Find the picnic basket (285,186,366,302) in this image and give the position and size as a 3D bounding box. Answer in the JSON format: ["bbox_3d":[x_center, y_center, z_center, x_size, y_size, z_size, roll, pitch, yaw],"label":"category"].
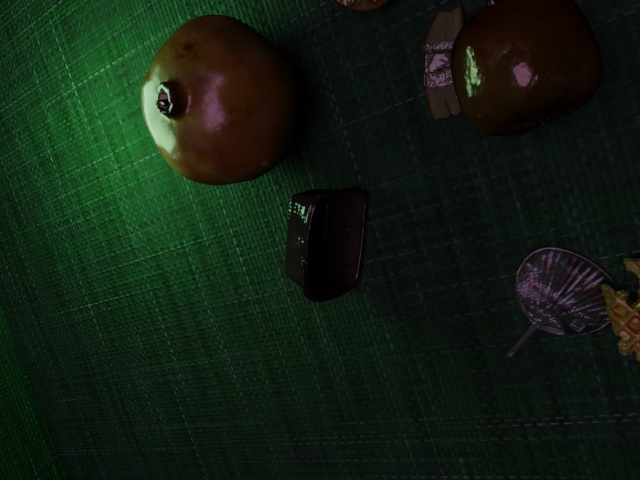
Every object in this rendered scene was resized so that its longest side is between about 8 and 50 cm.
[{"bbox_3d":[0.000,0.000,1.376,0.129,0.223,0.296,20,113,41],"label":"picnic basket"}]

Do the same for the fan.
[{"bbox_3d":[0.560,0.160,1.215,0.223,0.012,0.294,8,108,25],"label":"fan"}]

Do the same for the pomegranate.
[{"bbox_3d":[-0.257,-0.339,1.314,0.417,0.417,0.416,8,107,27],"label":"pomegranate"}]

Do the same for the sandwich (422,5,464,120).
[{"bbox_3d":[0.279,-0.392,1.172,0.090,0.088,0.244,3,104,24],"label":"sandwich"}]

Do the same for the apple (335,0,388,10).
[{"bbox_3d":[0.095,-0.606,1.188,0.158,0.147,0.156,6,139,37],"label":"apple"}]

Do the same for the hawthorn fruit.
[{"bbox_3d":[0.385,-0.363,1.026,0.268,0.268,0.300,-17,95,31],"label":"hawthorn fruit"}]

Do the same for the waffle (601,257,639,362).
[{"bbox_3d":[0.728,0.136,1.086,0.250,0.056,0.261,-11,98,28],"label":"waffle"}]
